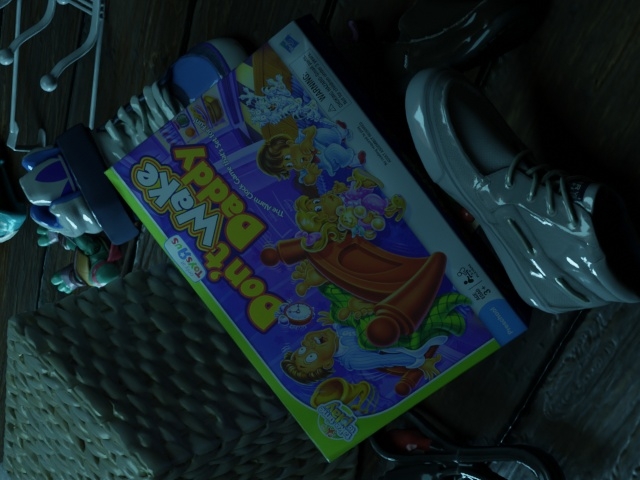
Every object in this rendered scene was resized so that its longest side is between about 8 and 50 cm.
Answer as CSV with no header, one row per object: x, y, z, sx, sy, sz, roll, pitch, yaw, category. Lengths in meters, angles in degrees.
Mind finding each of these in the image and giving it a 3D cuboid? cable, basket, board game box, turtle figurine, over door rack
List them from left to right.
-0.377,-0.217,1.907,0.239,0.108,0.324,33,135,42,over door rack
-0.337,0.037,1.998,0.234,0.118,0.175,-158,66,-67,turtle figurine
-0.164,0.226,1.671,0.331,0.328,0.266,39,136,37,basket
0.000,0.000,1.326,0.233,0.078,0.347,-37,94,17,board game box
0.147,0.229,1.499,0.287,0.072,0.140,-17,78,45,cable

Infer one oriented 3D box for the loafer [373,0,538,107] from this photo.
0.104,-0.181,1.256,0.220,0.080,0.078,-23,90,58,loafer

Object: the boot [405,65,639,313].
0.183,-0.047,1.186,0.123,0.095,0.258,-8,128,49,boot

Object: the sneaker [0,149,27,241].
-0.541,-0.131,2.232,0.110,0.107,0.275,-27,92,38,sneaker

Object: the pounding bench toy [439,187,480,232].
0.141,-0.060,1.291,0.083,0.065,0.052,56,146,17,pounding bench toy

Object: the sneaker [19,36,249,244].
-0.221,-0.100,1.631,0.130,0.236,0.323,61,147,9,sneaker

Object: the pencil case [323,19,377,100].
0.025,-0.067,1.412,0.124,0.124,0.284,-4,105,56,pencil case
